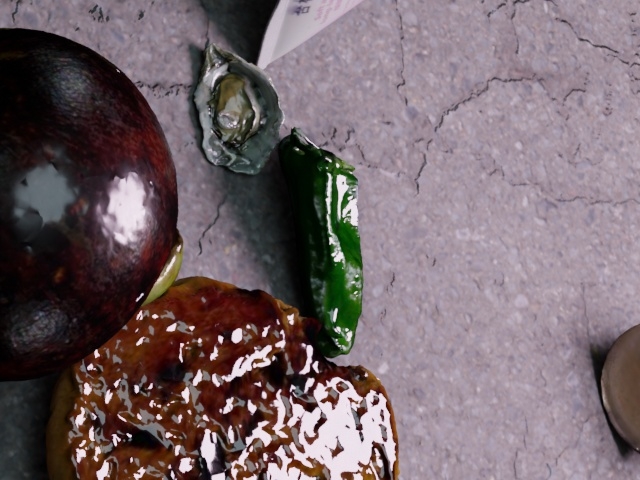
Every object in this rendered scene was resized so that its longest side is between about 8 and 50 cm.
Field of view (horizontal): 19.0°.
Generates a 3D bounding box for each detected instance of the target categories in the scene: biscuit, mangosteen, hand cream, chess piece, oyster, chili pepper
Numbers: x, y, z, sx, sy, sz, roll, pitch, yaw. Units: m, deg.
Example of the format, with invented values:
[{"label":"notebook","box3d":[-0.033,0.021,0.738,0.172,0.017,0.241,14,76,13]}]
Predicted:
[{"label":"biscuit","box3d":[-0.083,0.178,1.624,0.334,0.081,0.289,10,67,-32]},{"label":"mangosteen","box3d":[-0.236,-0.021,1.469,0.288,0.288,0.288,10,72,-33]},{"label":"hand cream","box3d":[0.059,-0.309,1.820,0.118,0.185,0.358,38,50,13]},{"label":"chess piece","box3d":[0.418,0.130,1.971,0.260,0.142,0.143,-14,86,-44]},{"label":"oyster","box3d":[-0.080,-0.115,1.742,0.098,0.037,0.100,26,83,-7]},{"label":"chili pepper","box3d":[0.003,-0.001,1.736,0.108,0.062,0.216,8,73,-76]}]
